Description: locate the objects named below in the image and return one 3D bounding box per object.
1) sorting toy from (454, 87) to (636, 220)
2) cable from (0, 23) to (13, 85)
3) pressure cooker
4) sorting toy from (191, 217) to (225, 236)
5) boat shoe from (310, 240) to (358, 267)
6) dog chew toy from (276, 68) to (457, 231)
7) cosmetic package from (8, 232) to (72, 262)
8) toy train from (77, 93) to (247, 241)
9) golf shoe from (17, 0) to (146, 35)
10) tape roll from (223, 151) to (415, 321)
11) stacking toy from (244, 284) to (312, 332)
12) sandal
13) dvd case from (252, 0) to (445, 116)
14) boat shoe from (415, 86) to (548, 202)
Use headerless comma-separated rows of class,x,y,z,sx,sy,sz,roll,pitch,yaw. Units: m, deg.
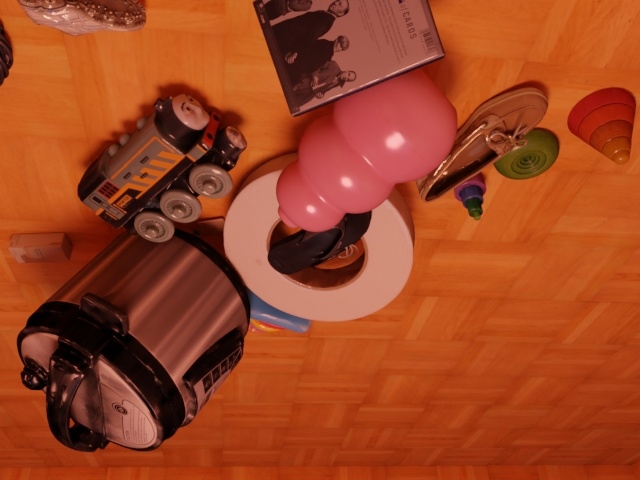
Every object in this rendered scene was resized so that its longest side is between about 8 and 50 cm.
sorting toy,0.423,-0.136,1.140,0.365,0.126,0.127,-27,137,28
cable,-0.548,-0.301,0.922,0.150,0.047,0.184,-13,140,6
pressure cooker,-0.386,0.217,1.229,0.375,0.420,0.370,-10,120,37
sorting toy,-0.247,-0.028,1.329,0.083,0.012,0.062,-9,148,3
boat shoe,0.037,-0.009,1.319,0.254,0.079,0.095,-25,130,24
dog chew toy,0.060,-0.140,0.996,0.332,0.207,0.206,-42,131,16
cosmetic package,-0.616,0.017,1.338,0.115,0.041,0.060,-3,143,0
toy train,-0.289,-0.126,1.102,0.334,0.142,0.190,-32,125,33
golf shoe,-0.344,-0.334,0.887,0.176,0.069,0.086,10,162,-12
tape roll,-0.004,0.003,1.235,0.391,0.072,0.392,6,127,8
stacking toy,-0.130,0.171,1.512,0.175,0.166,0.302,18,151,-11
sandal,0.000,0.001,1.152,0.097,0.054,0.254,41,124,-18
dvd case,0.037,-0.304,0.869,0.238,0.179,0.029,-17,-176,18
boat shoe,0.295,-0.168,1.115,0.104,0.089,0.285,26,134,-32
